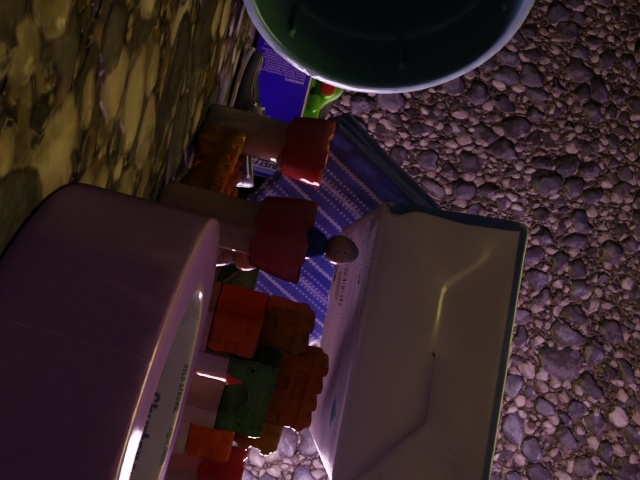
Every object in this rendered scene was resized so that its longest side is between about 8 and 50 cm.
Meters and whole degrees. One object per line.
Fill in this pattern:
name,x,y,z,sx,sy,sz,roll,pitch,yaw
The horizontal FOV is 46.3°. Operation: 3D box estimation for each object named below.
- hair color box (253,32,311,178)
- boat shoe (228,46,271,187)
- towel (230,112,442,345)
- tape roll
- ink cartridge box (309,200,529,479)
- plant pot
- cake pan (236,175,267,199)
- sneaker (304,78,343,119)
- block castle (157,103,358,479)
hair color box,-0.062,-0.295,1.294,0.185,0.110,0.339,-81,-175,-61
boat shoe,-0.105,-0.177,1.104,0.075,0.064,0.206,-86,-169,-78
towel,0.000,0.000,1.072,0.336,0.243,0.040,-40,-165,31
tape roll,-0.141,0.108,0.465,0.275,0.090,0.275,-165,-90,-88
ink cartridge box,0.083,0.114,0.867,0.395,0.151,0.270,153,-51,-82
plant pot,0.085,-0.424,0.939,0.341,0.340,0.334,108,-12,-54
cake pan,-0.055,-0.117,1.396,0.054,0.293,0.293,57,21,-23
sneaker,-0.074,-0.288,1.817,0.202,0.185,0.483,-45,-159,47
block castle,-0.092,0.089,0.927,0.303,0.212,0.453,-79,-175,-59
